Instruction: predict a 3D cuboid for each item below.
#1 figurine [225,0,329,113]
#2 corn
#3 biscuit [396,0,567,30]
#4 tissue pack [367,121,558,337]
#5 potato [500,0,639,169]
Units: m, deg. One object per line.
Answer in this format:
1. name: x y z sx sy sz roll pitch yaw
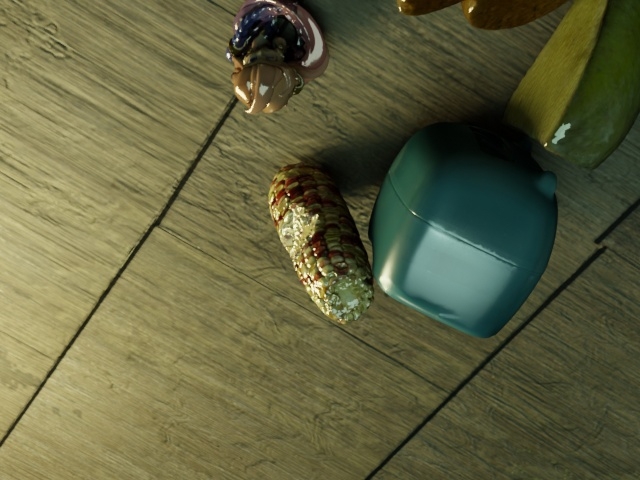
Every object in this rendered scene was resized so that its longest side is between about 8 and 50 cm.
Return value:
1. figurine: -0.055 -0.206 1.582 0.126 0.157 0.114 -2 147 6
2. corn: 0.000 0.000 1.631 0.098 0.290 0.098 -6 123 -10
3. biscuit: 0.195 -0.324 1.344 0.283 0.432 0.064 -24 75 8
4. tissue pack: 0.169 -0.032 1.573 0.198 0.287 0.206 24 104 -5
5. potato: 0.299 -0.153 1.475 0.112 0.255 0.269 23 127 -5
